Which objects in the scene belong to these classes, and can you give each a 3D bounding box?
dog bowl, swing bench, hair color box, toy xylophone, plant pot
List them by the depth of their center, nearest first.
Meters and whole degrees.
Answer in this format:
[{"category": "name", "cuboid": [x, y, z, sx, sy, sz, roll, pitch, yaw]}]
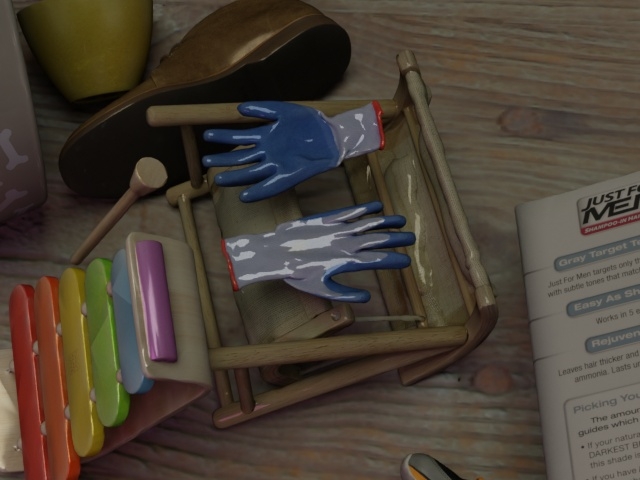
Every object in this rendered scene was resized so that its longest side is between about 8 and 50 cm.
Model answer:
[{"category": "hair color box", "cuboid": [0.272, 0.120, 1.044, 0.185, 0.113, 0.374, -17, 50, 20]}, {"category": "toy xylophone", "cuboid": [-0.189, 0.076, 1.116, 0.081, 0.323, 0.236, 4, 58, -34]}, {"category": "swing bench", "cuboid": [0.000, 0.000, 1.178, 0.255, 0.165, 0.253, -12, 64, -5]}, {"category": "dog bowl", "cuboid": [-0.327, -0.173, 1.203, 0.102, 0.348, 0.348, -13, 64, -14]}, {"category": "plant pot", "cuboid": [-0.223, -0.188, 1.315, 0.134, 0.134, 0.095, -11, 93, 1]}]

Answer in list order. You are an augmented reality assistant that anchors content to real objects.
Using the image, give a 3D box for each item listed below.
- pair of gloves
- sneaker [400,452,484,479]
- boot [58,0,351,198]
[{"category": "pair of gloves", "cuboid": [-0.011, -0.035, 1.092, 0.159, 0.023, 0.198, -10, 65, -3]}, {"category": "sneaker", "cuboid": [0.159, 0.240, 1.096, 0.215, 0.084, 0.083, 37, 71, 11]}, {"category": "boot", "cuboid": [-0.126, -0.144, 1.301, 0.305, 0.112, 0.115, -30, 48, -13]}]
